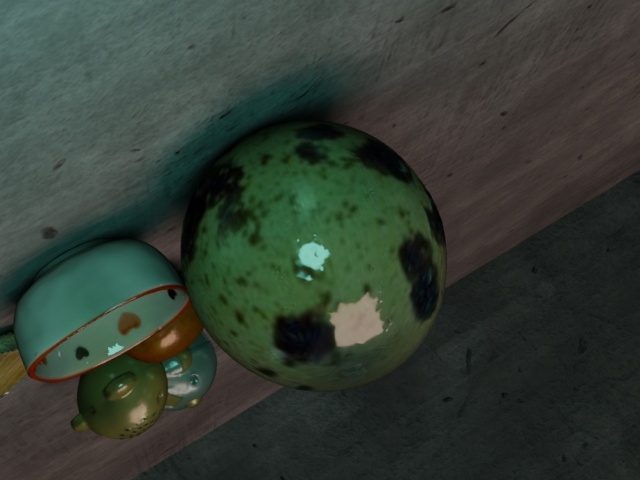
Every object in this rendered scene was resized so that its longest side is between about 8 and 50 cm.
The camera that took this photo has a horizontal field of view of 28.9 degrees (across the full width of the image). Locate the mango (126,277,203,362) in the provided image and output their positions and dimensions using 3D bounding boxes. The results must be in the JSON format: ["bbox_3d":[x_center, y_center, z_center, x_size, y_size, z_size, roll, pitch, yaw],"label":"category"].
[{"bbox_3d":[-0.248,0.126,1.969,0.151,0.120,0.221,-34,175,-1],"label":"mango"}]

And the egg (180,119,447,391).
[{"bbox_3d":[-0.001,0.032,1.651,0.345,0.345,0.428,-32,143,-4],"label":"egg"}]

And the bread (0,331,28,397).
[{"bbox_3d":[-0.518,0.208,1.791,0.267,0.040,0.267,-31,168,-7],"label":"bread"}]

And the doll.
[{"bbox_3d":[-0.313,0.250,2.185,0.177,0.161,0.261,-40,168,36],"label":"doll"}]

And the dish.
[{"bbox_3d":[-0.301,0.080,1.658,0.256,0.117,0.256,-29,167,-7],"label":"dish"}]
